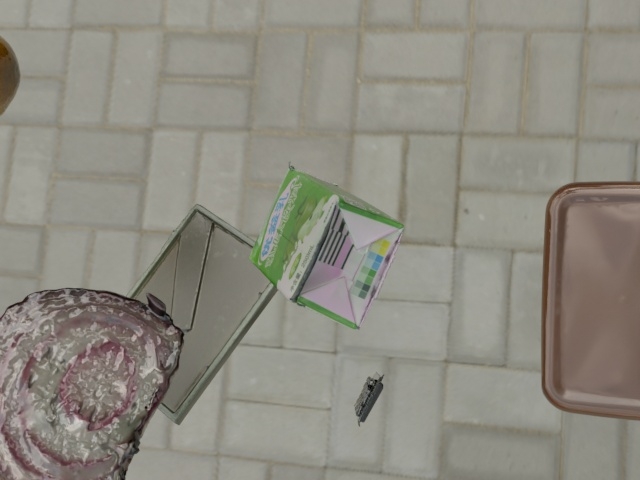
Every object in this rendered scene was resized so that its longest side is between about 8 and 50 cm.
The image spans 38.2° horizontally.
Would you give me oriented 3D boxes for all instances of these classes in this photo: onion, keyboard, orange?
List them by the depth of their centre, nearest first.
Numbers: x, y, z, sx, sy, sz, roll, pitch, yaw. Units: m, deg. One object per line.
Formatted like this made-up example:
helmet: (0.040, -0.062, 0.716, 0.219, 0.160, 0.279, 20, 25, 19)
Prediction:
onion: (-0.347, 0.208, 1.259, 0.279, 0.146, 0.314, 21, 59, 4)
orange: (-0.509, -0.250, 1.385, 0.112, 0.160, 0.170, -13, 84, -3)
keyboard: (0.082, 0.269, 1.596, 0.025, 0.230, 0.094, 27, 84, 5)

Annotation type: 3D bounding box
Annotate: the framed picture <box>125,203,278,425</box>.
framed picture: (-0.220, 0.113, 1.530, 0.232, 0.024, 0.315, 33, 83, 29)

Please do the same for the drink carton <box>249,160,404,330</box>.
drink carton: (0.000, 0.000, 1.281, 0.108, 0.271, 0.161, 23, 95, -21)

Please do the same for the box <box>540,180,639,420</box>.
box: (0.448, 0.082, 1.330, 0.239, 0.229, 0.340, 2, 90, 23)
